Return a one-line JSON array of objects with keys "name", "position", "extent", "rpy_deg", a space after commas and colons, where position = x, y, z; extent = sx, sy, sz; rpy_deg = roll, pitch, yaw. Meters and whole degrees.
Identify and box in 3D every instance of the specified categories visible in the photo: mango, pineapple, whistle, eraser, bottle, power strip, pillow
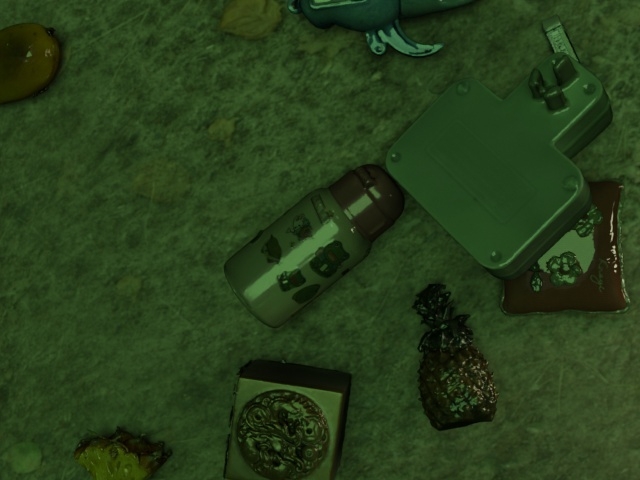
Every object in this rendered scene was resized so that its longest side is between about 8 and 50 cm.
[{"name": "mango", "position": [-0.449, -0.249, 1.270], "extent": [0.188, 0.066, 0.101], "rpy_deg": [-27, 87, 17]}, {"name": "pineapple", "position": [-0.289, 0.326, 1.273], "extent": [0.137, 0.069, 0.116], "rpy_deg": [7, 99, 17]}, {"name": "whistle", "position": [0.088, -0.331, 1.176], "extent": [0.269, 0.093, 0.180], "rpy_deg": [-5, 92, 3]}, {"name": "eraser", "position": [0.324, -0.251, 1.171], "extent": [0.027, 0.019, 0.099], "rpy_deg": [-26, 88, 22]}, {"name": "bottle", "position": [0.000, 0.000, 1.183], "extent": [0.253, 0.120, 0.120], "rpy_deg": [-38, 87, 8]}, {"name": "power strip", "position": [0.236, -0.116, 1.100], "extent": [0.261, 0.141, 0.229], "rpy_deg": [-45, 62, 7]}, {"name": "pineapple", "position": [0.169, 0.152, 1.181], "extent": [0.108, 0.108, 0.197], "rpy_deg": [-17, 78, 9]}, {"name": "pillow", "position": [0.315, 0.011, 1.155], "extent": [0.172, 0.075, 0.179], "rpy_deg": [-3, 92, 11]}]

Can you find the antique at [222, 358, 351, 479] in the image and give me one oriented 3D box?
[{"name": "antique", "position": [-0.045, 0.248, 1.186], "extent": [0.152, 0.148, 0.146], "rpy_deg": [7, 95, 6]}]
